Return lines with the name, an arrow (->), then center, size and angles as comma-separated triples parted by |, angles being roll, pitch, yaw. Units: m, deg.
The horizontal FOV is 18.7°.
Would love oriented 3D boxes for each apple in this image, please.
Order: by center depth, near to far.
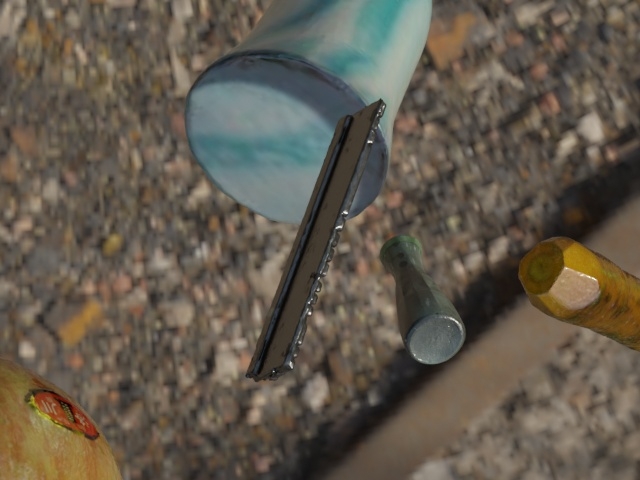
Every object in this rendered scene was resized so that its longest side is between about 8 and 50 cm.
apple -> -0.230, 0.175, 1.242 | 0.211, 0.188, 0.211 | -20, 139, -18

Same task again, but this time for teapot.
teapot -> 0.065, 0.037, 1.328 | 0.043, 0.110, 0.042 | -6, 124, -10

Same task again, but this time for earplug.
earplug -> 0.018, -0.184, 1.761 | 0.185, 0.324, 0.185 | 12, 134, 13

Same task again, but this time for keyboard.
keyboard -> 0.000, 0.000, 1.253 | 0.018, 0.195, 0.060 | 26, 160, -17

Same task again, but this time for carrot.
carrot -> 0.156, 0.036, 1.037 | 0.042, 0.042, 0.171 | -38, 148, 16
